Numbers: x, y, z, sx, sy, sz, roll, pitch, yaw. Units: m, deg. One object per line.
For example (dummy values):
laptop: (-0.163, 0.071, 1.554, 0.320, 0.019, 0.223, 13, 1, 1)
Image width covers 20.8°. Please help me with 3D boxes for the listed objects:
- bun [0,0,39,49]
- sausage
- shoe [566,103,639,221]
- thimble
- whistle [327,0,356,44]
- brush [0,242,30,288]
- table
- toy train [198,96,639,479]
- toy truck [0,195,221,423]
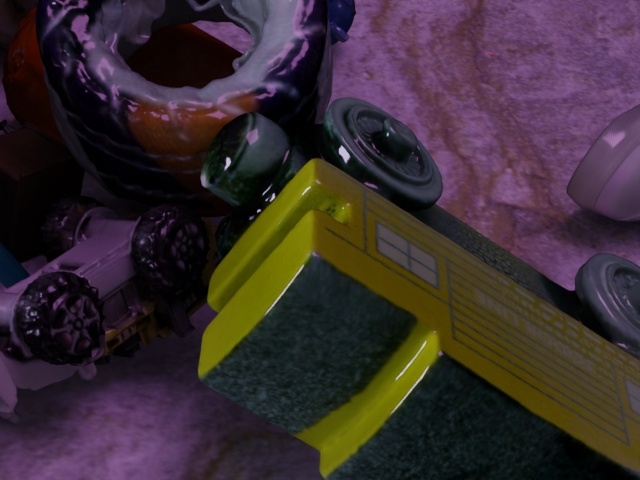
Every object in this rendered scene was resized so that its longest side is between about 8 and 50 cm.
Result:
bun: (-0.253, -0.265, 1.573, 0.259, 0.259, 0.160, 4, 39, -24)
sausage: (-0.145, -0.116, 1.470, 0.268, 0.153, 0.141, 29, -10, 17)
shoe: (0.393, -0.053, 1.710, 0.363, 0.132, 0.160, -12, 48, -47)
thimble: (-0.095, -0.148, 1.322, 0.237, 0.150, 0.237, 0, 63, 0)
whistle: (-0.014, -0.251, 1.824, 0.090, 0.090, 0.158, -5, 39, -35)
brush: (-0.267, 0.010, 1.335, 0.193, 0.032, 0.043, 46, 34, 17)
table: (-0.243, -0.043, 1.375, 0.082, 0.083, 0.070, 32, 35, 25)
toy train: (0.101, 0.083, 1.208, 0.442, 0.179, 0.272, 32, 30, -19)
toy truck: (-0.181, 0.052, 1.230, 0.136, 0.111, 0.286, 4, 26, 41)
